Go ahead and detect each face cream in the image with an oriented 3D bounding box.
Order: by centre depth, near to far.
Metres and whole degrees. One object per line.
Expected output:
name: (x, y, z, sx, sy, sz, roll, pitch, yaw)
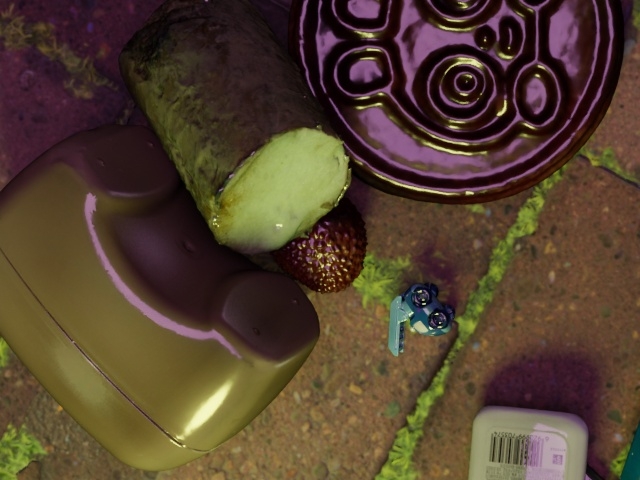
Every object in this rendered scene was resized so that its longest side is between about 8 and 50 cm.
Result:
face cream: (0.243, 0.347, 1.667, 0.144, 0.071, 0.291, 2, 82, 17)

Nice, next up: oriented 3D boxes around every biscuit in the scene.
biscuit: (0.160, -0.241, 1.666, 0.408, 0.091, 0.407, 1, 98, 4)

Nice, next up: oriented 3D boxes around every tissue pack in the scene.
tissue pack: (-0.220, 0.077, 1.628, 0.387, 0.267, 0.277, 46, 112, 4)

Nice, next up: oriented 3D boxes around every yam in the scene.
yam: (-0.101, -0.149, 1.616, 0.195, 0.195, 0.300, -34, 58, 4)

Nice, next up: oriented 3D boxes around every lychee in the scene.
lychee: (-0.002, 0.002, 1.686, 0.123, 0.123, 0.129, -11, 88, 5)

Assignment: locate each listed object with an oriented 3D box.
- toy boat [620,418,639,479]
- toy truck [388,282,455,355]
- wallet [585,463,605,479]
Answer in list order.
toy boat: (0.428, 0.180, 1.670, 0.062, 0.096, 0.299, 19, 95, 15)
toy truck: (0.116, 0.099, 1.714, 0.090, 0.056, 0.073, -40, 83, 17)
wallet: (0.268, 0.383, 1.717, 0.124, 0.025, 0.244, 43, 93, 3)
